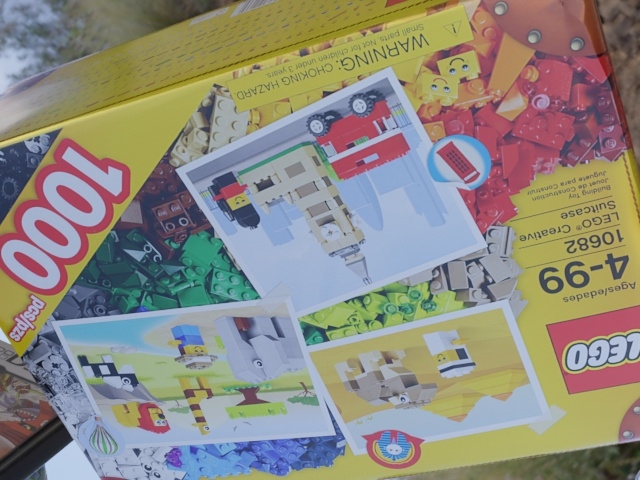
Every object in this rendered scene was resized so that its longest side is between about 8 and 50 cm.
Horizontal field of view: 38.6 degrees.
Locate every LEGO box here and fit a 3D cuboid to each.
[{"bbox_3d":[0.000,0.000,0.740,0.193,0.500,0.373,-71,-38,-57],"label":"LEGO box"}]

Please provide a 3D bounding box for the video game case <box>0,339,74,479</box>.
[{"bbox_3d":[-0.378,0.169,0.845,0.248,0.035,0.275,19,-151,20],"label":"video game case"}]

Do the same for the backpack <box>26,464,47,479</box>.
[{"bbox_3d":[-0.460,0.360,1.348,0.084,0.105,0.114,9,-146,11],"label":"backpack"}]

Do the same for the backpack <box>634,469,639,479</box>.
[{"bbox_3d":[0.479,0.334,1.048,0.213,0.264,0.276,19,171,-16],"label":"backpack"}]
